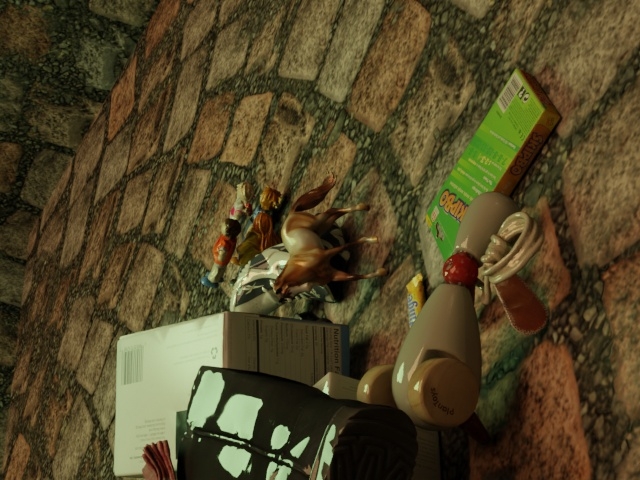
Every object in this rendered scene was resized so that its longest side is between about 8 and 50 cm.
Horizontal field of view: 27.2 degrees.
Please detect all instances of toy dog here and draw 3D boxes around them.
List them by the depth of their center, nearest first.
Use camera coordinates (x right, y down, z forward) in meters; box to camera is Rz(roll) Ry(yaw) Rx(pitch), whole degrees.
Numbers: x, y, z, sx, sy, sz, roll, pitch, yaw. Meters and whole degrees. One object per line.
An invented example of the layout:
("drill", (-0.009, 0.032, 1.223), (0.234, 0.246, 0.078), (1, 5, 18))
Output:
("toy dog", (0.194, 0.118, 1.642), (0.333, 0.161, 0.220), (-55, 22, 2))

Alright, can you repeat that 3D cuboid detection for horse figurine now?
("horse figurine", (0.000, 0.000, 2.084), (0.263, 0.174, 0.066), (-104, -1, -48))

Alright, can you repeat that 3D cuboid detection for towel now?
("towel", (-0.193, 0.449, 1.788), (0.237, 0.037, 0.329), (110, 147, -69))

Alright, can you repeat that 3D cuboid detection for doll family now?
("doll family", (-0.127, -0.015, 2.473), (0.263, 0.118, 0.163), (-78, 10, -63))

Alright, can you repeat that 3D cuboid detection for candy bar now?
("candy bar", (0.138, 0.120, 1.872), (0.040, 0.018, 0.161), (-48, 32, 43))

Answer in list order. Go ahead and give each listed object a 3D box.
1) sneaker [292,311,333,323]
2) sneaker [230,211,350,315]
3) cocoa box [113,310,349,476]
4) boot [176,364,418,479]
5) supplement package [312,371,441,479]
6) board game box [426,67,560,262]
("sneaker", (-0.031, 0.157, 2.174), (0.188, 0.067, 0.078), (-9, 56, 60))
("sneaker", (-0.042, 0.072, 2.162), (0.235, 0.094, 0.153), (-39, 32, 0))
("cocoa box", (-0.139, 0.250, 2.038), (0.347, 0.228, 0.231), (-17, 69, 53))
("boot", (-0.078, 0.339, 1.581), (0.445, 0.146, 0.367), (3, 68, 61))
("supplement package", (0.041, 0.353, 1.715), (0.175, 0.177, 0.293), (-45, 35, 44))
("board game box", (0.229, -0.097, 1.806), (0.259, 0.039, 0.124), (-57, 27, 25))
